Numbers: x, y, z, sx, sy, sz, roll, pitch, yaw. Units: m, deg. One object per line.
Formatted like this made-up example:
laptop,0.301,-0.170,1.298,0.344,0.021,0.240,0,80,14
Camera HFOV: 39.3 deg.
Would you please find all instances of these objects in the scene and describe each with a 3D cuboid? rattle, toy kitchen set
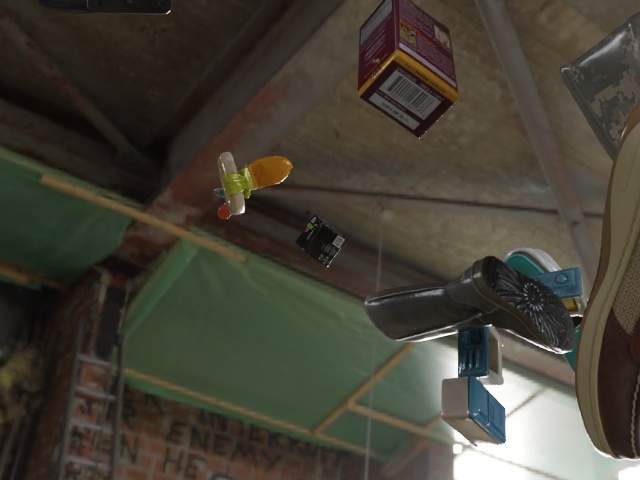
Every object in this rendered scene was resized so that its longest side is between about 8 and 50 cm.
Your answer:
rattle,-0.145,-0.114,1.833,0.143,0.130,0.199,-32,-21,-15
toy kitchen set,0.251,0.138,1.130,0.166,0.207,0.122,-12,-33,27

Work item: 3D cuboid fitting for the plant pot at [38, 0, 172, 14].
plant pot,-0.303,-0.418,1.320,0.187,0.167,0.188,-7,-61,-29

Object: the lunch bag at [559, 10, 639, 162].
lunch bag,0.403,-0.108,0.805,0.169,0.287,0.235,-25,-6,-33

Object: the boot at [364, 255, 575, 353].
boot,0.184,0.100,1.121,0.189,0.076,0.208,38,-41,-18

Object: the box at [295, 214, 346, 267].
box,0.000,0.000,1.532,0.052,0.062,0.083,35,3,-17

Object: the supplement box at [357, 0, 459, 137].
supplement box,0.112,-0.236,1.176,0.104,0.188,0.081,32,-55,-21

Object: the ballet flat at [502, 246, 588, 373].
ballet flat,0.539,0.166,1.863,0.139,0.400,0.139,-35,-16,-11

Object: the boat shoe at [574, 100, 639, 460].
boat shoe,0.296,0.052,0.723,0.123,0.123,0.342,23,-57,39
